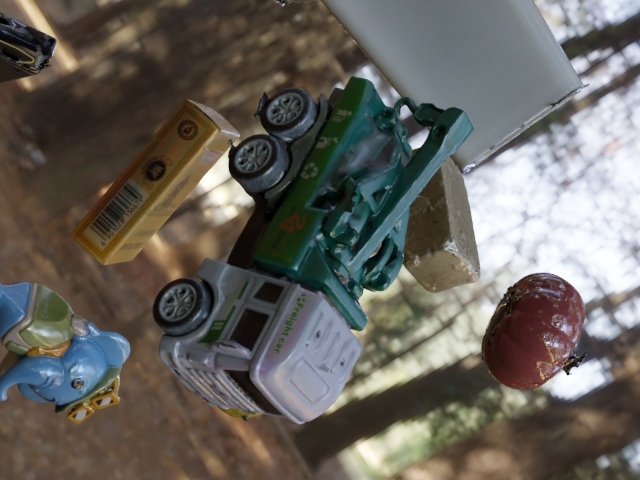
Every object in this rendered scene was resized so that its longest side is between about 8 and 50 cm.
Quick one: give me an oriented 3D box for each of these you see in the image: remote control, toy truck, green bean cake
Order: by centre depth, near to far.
[{"bbox_3d":[-0.007,0.000,1.412,0.178,0.363,0.176,17,-23,36],"label":"toy truck"},{"bbox_3d":[-0.484,-0.269,1.598,0.399,0.062,0.144,23,-18,-37],"label":"remote control"},{"bbox_3d":[0.154,-0.029,1.950,0.109,0.085,0.179,46,32,-49],"label":"green bean cake"}]

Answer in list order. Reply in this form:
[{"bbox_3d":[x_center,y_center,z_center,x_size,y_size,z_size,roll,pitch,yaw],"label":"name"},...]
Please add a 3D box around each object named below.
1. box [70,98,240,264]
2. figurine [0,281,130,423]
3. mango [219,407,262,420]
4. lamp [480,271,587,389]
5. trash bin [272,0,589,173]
[{"bbox_3d":[-0.250,-0.088,2.216,0.076,0.274,0.174,41,5,3],"label":"box"},{"bbox_3d":[-0.422,0.174,2.227,0.262,0.180,0.154,33,3,-25],"label":"figurine"},{"bbox_3d":[-0.085,0.151,1.832,0.103,0.161,0.076,27,-40,-5],"label":"mango"},{"bbox_3d":[0.316,0.135,2.098,0.140,0.182,0.182,29,0,-6],"label":"lamp"},{"bbox_3d":[0.129,-0.268,1.757,0.367,0.296,0.256,55,11,2],"label":"trash bin"}]
